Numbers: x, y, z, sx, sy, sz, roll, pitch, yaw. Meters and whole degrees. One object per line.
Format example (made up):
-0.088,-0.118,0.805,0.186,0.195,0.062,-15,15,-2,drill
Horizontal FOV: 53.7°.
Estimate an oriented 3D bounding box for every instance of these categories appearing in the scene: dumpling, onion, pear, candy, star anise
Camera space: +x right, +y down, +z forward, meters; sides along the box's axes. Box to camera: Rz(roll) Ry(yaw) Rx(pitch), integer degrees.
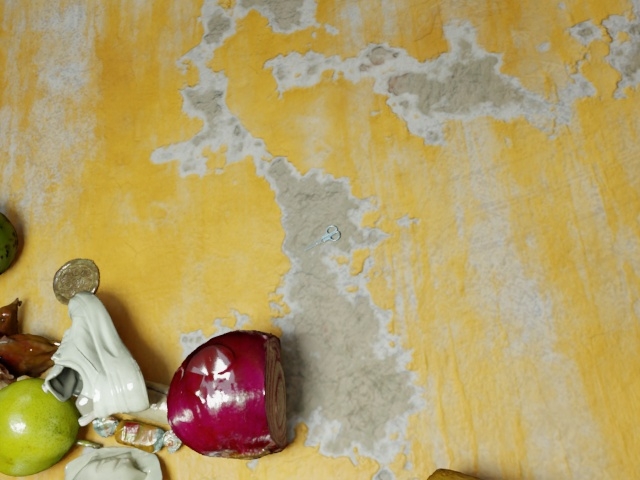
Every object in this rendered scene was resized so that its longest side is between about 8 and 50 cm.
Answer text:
-0.368,0.435,1.144,0.181,0.111,0.155,45,52,15,dumpling
-0.170,0.270,1.096,0.206,0.206,0.216,-13,66,8,onion
-0.522,0.356,1.185,0.180,0.216,0.166,-55,24,15,pear
-0.345,0.365,1.191,0.181,0.046,0.053,10,69,12,candy
-0.691,0.242,1.277,0.346,0.148,0.238,-19,44,8,star anise

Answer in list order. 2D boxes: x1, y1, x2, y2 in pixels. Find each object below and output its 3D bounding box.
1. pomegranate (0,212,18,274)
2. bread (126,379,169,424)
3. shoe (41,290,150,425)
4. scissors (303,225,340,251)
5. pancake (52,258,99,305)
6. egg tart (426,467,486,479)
-0.760,0.042,1.354,0.214,0.214,0.248,12,111,18,pomegranate
-0.345,0.302,1.212,0.214,0.053,0.073,9,68,17,bread
-0.444,0.226,1.177,0.159,0.124,0.316,-25,43,-29,shoe
0.000,0.000,1.271,0.083,0.006,0.036,-30,63,1,scissors
-0.527,0.088,1.362,0.114,0.011,0.115,-4,68,10,pancake
0.213,0.446,0.949,0.147,0.202,0.203,18,74,29,egg tart
